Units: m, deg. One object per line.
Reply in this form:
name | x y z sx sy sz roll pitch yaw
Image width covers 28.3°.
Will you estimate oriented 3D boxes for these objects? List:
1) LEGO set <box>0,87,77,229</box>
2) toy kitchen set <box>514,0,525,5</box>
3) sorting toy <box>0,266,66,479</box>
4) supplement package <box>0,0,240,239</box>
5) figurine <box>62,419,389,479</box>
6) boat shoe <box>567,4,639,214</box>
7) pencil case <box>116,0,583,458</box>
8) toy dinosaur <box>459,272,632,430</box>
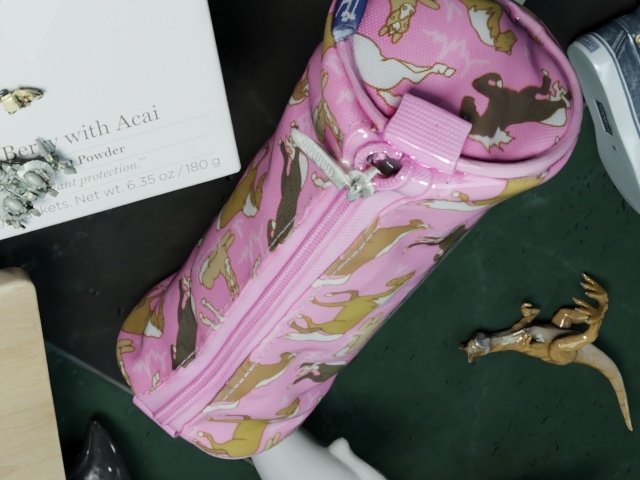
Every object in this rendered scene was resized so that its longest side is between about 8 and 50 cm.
LEGO set | -0.157 -0.038 0.659 0.054 0.023 0.083 -22 126 -7
toy kitchen set | 0.025 -0.231 0.769 0.207 0.166 0.122 15 110 -33
sorting toy | -0.315 0.142 0.869 0.257 0.089 0.255 -13 123 -19
supplement package | -0.171 -0.175 0.694 0.177 0.175 0.293 -17 124 -11
figurine | -0.085 0.189 0.987 0.215 0.092 0.209 -41 96 -1
boat shoe | 0.267 -0.104 1.028 0.083 0.065 0.183 -31 126 -5
pencil case | 0.000 0.000 0.805 0.167 0.160 0.386 2 148 -28
toy dinosaur | 0.221 0.092 1.136 0.211 0.064 0.112 17 128 -23
